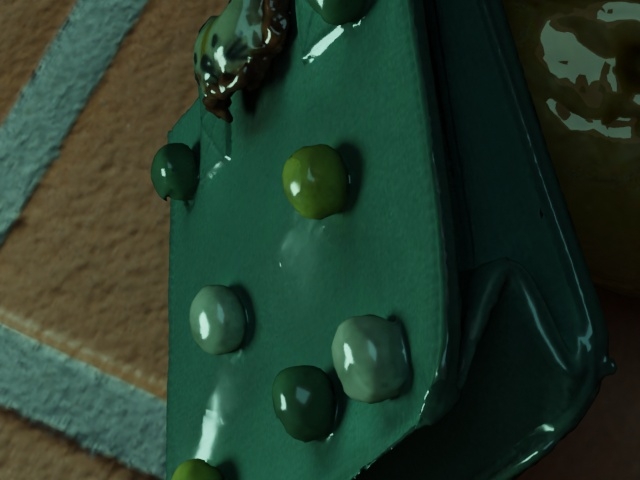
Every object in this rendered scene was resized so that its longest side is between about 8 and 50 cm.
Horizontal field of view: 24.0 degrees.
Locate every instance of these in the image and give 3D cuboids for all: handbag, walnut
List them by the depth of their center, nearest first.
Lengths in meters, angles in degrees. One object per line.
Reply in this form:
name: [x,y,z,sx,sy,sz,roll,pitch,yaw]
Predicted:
handbag: [-0.004,0.002,0.694,0.100,0.269,0.274,3,64,-26]
walnut: [0.167,-0.069,0.717,0.222,0.195,0.195,16,71,22]
